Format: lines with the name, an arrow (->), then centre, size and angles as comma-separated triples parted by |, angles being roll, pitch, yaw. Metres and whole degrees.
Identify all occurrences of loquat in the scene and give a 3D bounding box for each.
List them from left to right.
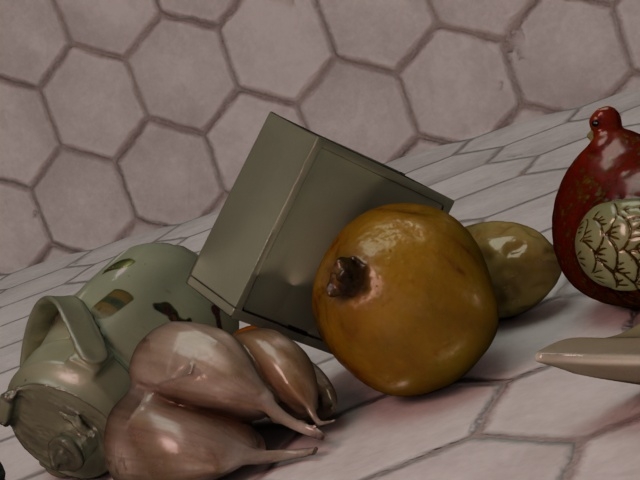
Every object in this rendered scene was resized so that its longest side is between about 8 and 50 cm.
loquat -> 0.081, 0.060, 1.748 | 0.213, 0.214, 0.246 | -13, -22, 33

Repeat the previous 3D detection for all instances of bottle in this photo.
bottle -> -0.269, 0.161, 1.990 | 0.229, 0.229, 0.352 | -14, 19, 30

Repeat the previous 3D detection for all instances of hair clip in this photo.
hair clip -> 0.360, 0.086, 1.478 | 0.282, 0.113, 0.172 | -32, 14, -31

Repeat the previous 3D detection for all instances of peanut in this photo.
peanut -> 0.149, 0.050, 1.985 | 0.318, 0.148, 0.147 | -8, 15, 37

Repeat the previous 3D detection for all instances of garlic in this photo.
garlic -> -0.112, 0.194, 1.778 | 0.237, 0.210, 0.292 | 14, -5, -20

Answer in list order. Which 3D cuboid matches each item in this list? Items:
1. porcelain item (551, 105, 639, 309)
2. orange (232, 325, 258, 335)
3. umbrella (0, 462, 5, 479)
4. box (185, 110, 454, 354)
porcelain item -> 0.370, -0.048, 1.797 | 0.252, 0.253, 0.253 | -19, 10, 3
orange -> -0.082, 0.147, 2.045 | 0.083, 0.084, 0.083 | -19, 10, 3
umbrella -> -0.532, 0.336, 1.857 | 0.348, 0.094, 0.143 | -20, 5, 6
box -> 0.000, 0.000, 1.873 | 0.225, 0.225, 0.117 | 23, 5, -38
